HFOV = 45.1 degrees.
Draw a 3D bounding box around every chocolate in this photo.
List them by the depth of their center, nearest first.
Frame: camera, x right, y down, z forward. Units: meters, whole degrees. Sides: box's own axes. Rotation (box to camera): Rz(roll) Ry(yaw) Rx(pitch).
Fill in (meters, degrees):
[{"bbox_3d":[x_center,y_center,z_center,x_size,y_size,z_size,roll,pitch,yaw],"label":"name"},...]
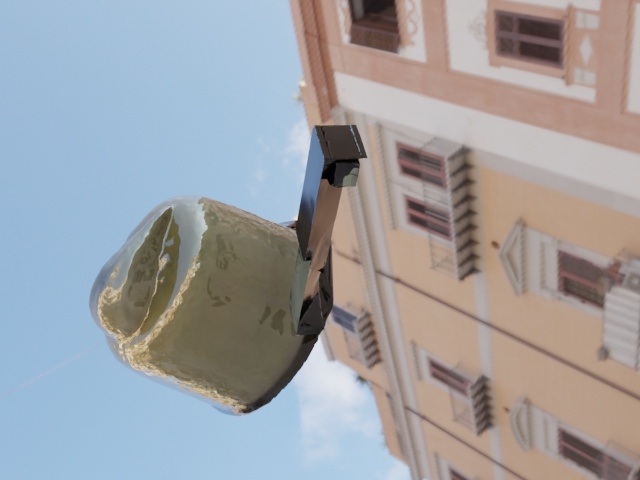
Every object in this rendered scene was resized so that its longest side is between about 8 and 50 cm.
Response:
[{"bbox_3d":[-0.179,0.068,1.177,0.297,0.314,0.326,37,-142,-31],"label":"chocolate"}]

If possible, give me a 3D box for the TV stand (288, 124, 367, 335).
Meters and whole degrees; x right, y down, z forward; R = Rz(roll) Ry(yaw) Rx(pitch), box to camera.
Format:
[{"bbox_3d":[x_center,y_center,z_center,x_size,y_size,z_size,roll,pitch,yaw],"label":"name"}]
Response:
[{"bbox_3d":[0.000,0.000,0.762,0.040,0.049,0.256,-3,-42,-14],"label":"TV stand"}]
